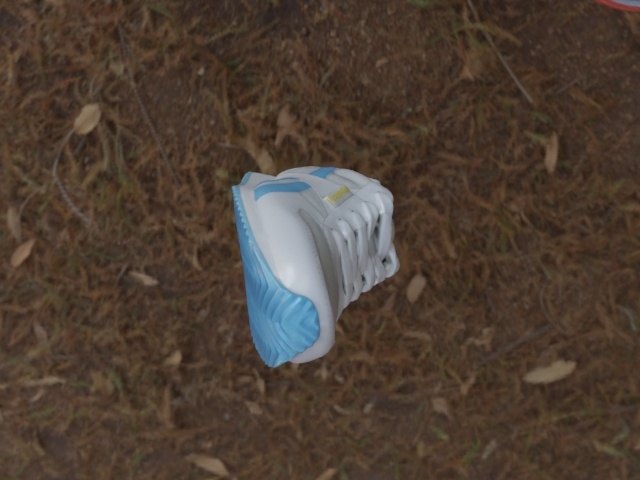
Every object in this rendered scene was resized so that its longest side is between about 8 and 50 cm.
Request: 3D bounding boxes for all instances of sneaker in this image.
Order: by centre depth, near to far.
[{"bbox_3d":[0.000,0.000,0.514,0.092,0.228,0.087,-5,108,1],"label":"sneaker"}]

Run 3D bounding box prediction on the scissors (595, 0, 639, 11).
[{"bbox_3d":[0.151,-0.219,0.586,0.297,0.021,0.109,2,132,-29],"label":"scissors"}]
